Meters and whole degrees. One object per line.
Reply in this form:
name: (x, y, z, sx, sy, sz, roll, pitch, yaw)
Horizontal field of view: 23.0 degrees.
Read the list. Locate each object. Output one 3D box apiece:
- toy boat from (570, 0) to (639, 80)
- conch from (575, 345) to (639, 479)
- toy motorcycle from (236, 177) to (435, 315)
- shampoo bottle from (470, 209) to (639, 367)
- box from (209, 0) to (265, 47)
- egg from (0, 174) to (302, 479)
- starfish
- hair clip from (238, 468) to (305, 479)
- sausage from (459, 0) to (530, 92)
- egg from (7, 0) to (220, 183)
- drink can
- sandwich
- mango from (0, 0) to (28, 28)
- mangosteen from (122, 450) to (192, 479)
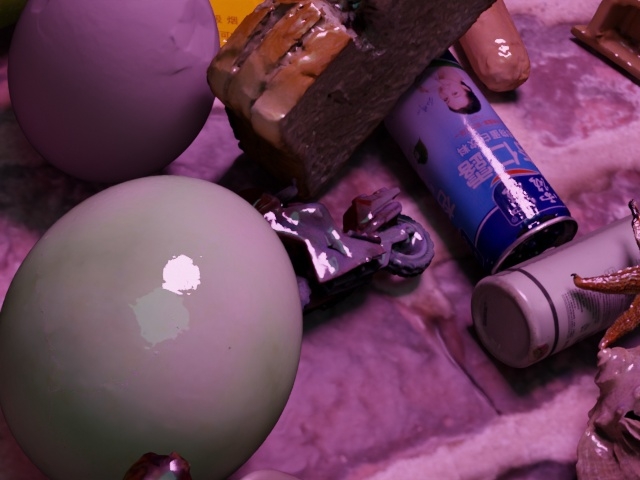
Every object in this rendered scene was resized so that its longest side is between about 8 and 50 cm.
toy boat: (0.442, -0.110, 1.570, 0.445, 0.136, 0.162, 42, 48, 20)
conch: (0.312, 0.188, 1.304, 0.245, 0.163, 0.178, 44, 84, -5)
toy motorcycle: (-0.001, 0.000, 1.354, 0.213, 0.082, 0.122, -17, 71, -39)
shampoo bottle: (0.258, 0.031, 1.414, 0.262, 0.085, 0.085, -22, 63, -31)
box: (-0.074, -0.255, 1.546, 0.152, 0.043, 0.269, 4, 54, -16)
egg: (-0.123, 0.069, 1.162, 0.220, 0.220, 0.270, 22, 49, -2)
starfish: (0.276, 0.030, 1.350, 0.133, 0.041, 0.130, 0, 91, -35)
hair clip: (0.016, 0.266, 1.125, 0.282, 0.113, 0.172, 32, 42, 8)
sausage: (0.150, -0.275, 1.629, 0.065, 0.066, 0.301, 0, 52, -20)
egg: (-0.169, -0.150, 1.310, 0.176, 0.232, 0.176, 13, 50, -16)
drink can: (0.133, -0.078, 1.449, 0.097, 0.097, 0.235, -18, 63, -30)
sandwich: (0.030, -0.182, 1.324, 0.095, 0.249, 0.273, 41, 86, 15)
mango: (-0.356, -0.272, 1.365, 0.382, 0.201, 0.225, -26, 88, -22)
mangosteen: (-0.139, 0.318, 0.923, 0.311, 0.311, 0.311, 10, 51, -12)
